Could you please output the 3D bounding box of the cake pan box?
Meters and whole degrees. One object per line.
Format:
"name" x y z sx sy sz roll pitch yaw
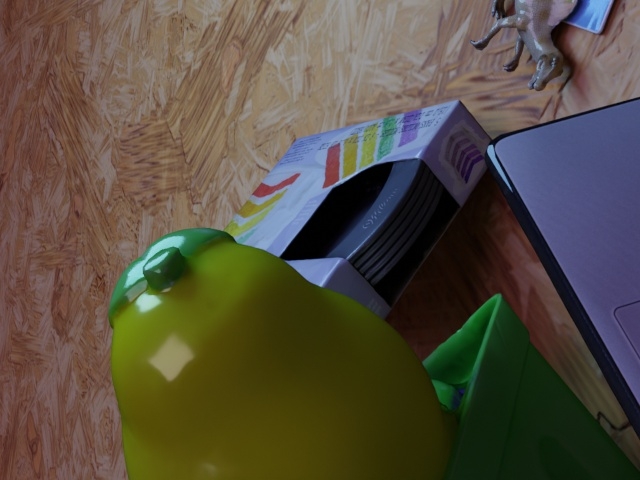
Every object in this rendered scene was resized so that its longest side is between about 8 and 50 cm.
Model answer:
"cake pan box" 0.000 0.000 0.857 0.246 0.070 0.266 -54 25 -21

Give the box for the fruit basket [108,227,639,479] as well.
"fruit basket" 0.003 0.174 0.580 0.283 0.392 0.392 -53 43 38

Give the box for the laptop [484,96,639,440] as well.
"laptop" 0.324 -0.025 0.346 0.236 0.407 0.382 83 168 -52

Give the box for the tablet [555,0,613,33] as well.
"tablet" 0.209 -0.201 0.751 0.054 0.006 0.083 41 118 52

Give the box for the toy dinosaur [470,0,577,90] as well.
"toy dinosaur" 0.164 -0.202 0.786 0.092 0.053 0.183 -5 84 47
